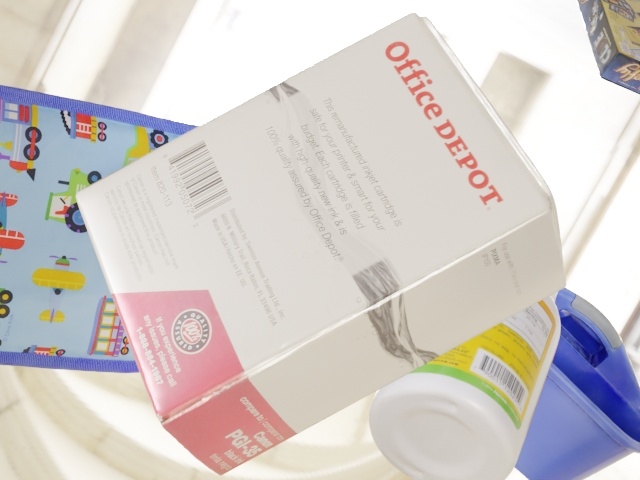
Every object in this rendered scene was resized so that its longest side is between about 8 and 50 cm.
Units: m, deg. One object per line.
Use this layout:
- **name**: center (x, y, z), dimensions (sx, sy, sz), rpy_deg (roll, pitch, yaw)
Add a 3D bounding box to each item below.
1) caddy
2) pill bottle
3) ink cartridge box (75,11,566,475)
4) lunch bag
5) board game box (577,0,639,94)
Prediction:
- **caddy**: center (0.271, 0.139, 1.364), dimensions (0.341, 0.179, 0.241), rpy_deg (43, -156, -21)
- **pill bottle**: center (0.149, 0.105, 1.060), dimensions (0.136, 0.136, 0.246), rpy_deg (29, -136, 4)
- **ink cartridge box**: center (0.000, 0.000, 0.783), dimensions (0.207, 0.283, 0.117), rpy_deg (62, -179, 35)
- **lunch bag**: center (-0.226, -0.009, 0.926), dimensions (0.293, 0.221, 0.138), rpy_deg (10, -176, -22)
- **board game box**: center (0.423, -0.259, 1.454), dimensions (0.165, 0.042, 0.243), rpy_deg (20, -142, -13)
